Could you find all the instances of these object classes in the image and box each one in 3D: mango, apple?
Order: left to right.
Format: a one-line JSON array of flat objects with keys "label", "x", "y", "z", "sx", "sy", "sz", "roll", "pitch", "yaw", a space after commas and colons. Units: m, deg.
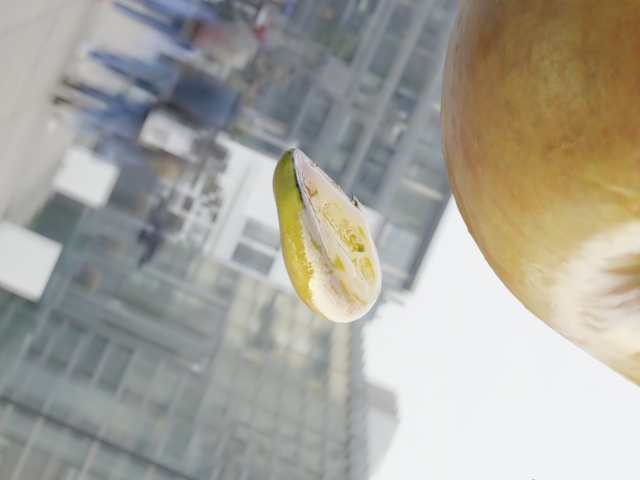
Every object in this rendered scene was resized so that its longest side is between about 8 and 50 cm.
[{"label": "mango", "x": 0.000, "y": 0.000, "z": 1.434, "sx": 0.187, "sy": 0.066, "sz": 0.101, "roll": 63, "pitch": 28, "yaw": -46}, {"label": "apple", "x": 0.253, "y": -0.072, "z": 0.987, "sx": 0.333, "sy": 0.400, "sz": 0.400, "roll": -51, "pitch": 179, "yaw": -16}]

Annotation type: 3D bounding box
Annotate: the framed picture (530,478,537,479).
[{"label": "framed picture", "x": 0.293, "y": 0.325, "z": 1.265, "sx": 0.265, "sy": 0.347, "sz": 0.016, "roll": -73, "pitch": -176, "yaw": -47}]
